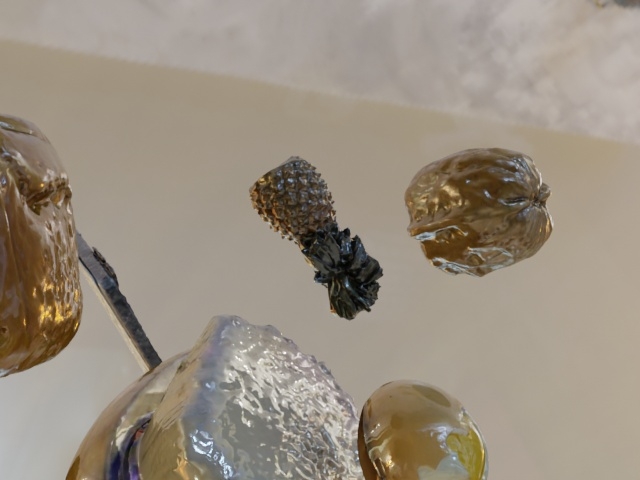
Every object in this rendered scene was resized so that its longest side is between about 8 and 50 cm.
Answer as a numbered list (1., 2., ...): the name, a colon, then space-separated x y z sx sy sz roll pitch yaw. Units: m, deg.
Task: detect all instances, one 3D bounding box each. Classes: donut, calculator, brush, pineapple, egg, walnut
1. donut: -0.206 0.008 0.608 0.226 0.226 0.114 -7 -89 -16
2. calculator: -0.151 0.108 1.307 0.021 0.161 0.261 -32 -63 -11
3. brush: -0.057 0.132 0.975 0.174 0.266 0.166 31 -60 -16
4. pineapple: 0.000 0.000 1.364 0.074 0.074 0.159 -34 -87 11
5. egg: 0.056 0.116 0.834 0.071 0.083 0.071 -13 -36 -9
6. walnut: 0.097 -0.017 0.911 0.096 0.079 0.082 -15 6 43
